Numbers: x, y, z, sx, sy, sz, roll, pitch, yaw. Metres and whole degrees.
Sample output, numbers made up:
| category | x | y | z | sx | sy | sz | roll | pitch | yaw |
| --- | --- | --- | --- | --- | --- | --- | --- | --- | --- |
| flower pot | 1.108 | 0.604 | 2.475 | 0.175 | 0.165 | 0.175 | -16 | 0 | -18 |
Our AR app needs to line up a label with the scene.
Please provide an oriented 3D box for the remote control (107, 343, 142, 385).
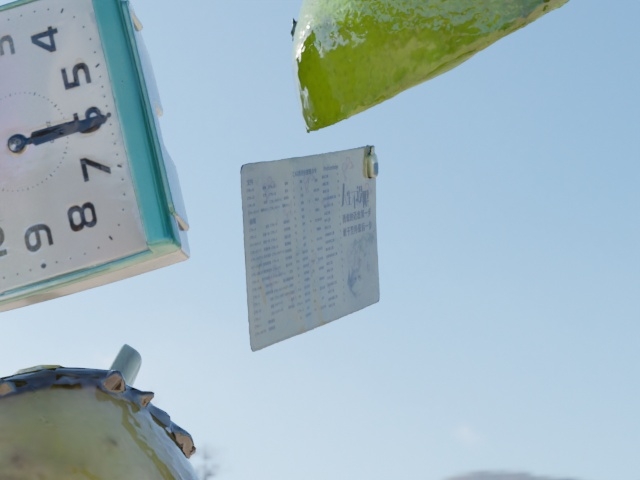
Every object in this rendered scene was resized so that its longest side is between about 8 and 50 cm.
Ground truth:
| category | x | y | z | sx | sy | sz | roll | pitch | yaw |
| --- | --- | --- | --- | --- | --- | --- | --- | --- | --- |
| remote control | -0.281 | 0.231 | 1.685 | 0.038 | 0.309 | 0.090 | 24 | -64 | -3 |

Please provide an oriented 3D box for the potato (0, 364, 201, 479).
| category | x | y | z | sx | sy | sz | roll | pitch | yaw |
| --- | --- | --- | --- | --- | --- | --- | --- | --- | --- |
| potato | -0.119 | 0.220 | 0.588 | 0.242 | 0.242 | 0.285 | 15 | -63 | -39 |

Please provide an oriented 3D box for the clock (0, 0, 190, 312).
| category | x | y | z | sx | sy | sz | roll | pitch | yaw |
| --- | --- | --- | --- | --- | --- | --- | --- | --- | --- |
| clock | -0.245 | -0.075 | 1.197 | 0.231 | 0.262 | 0.116 | -16 | -16 | 6 |

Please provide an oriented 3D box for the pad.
| category | x | y | z | sx | sy | sz | roll | pitch | yaw |
| --- | --- | --- | --- | --- | --- | --- | --- | --- | --- |
| pad | -0.001 | 0.000 | 1.240 | 0.009 | 0.159 | 0.265 | 1 | 8 | 27 |

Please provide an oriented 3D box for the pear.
| category | x | y | z | sx | sy | sz | roll | pitch | yaw |
| --- | --- | --- | --- | --- | --- | --- | --- | --- | --- |
| pear | 0.114 | -0.214 | 1.086 | 0.288 | 0.139 | 0.239 | -34 | 18 | -25 |
